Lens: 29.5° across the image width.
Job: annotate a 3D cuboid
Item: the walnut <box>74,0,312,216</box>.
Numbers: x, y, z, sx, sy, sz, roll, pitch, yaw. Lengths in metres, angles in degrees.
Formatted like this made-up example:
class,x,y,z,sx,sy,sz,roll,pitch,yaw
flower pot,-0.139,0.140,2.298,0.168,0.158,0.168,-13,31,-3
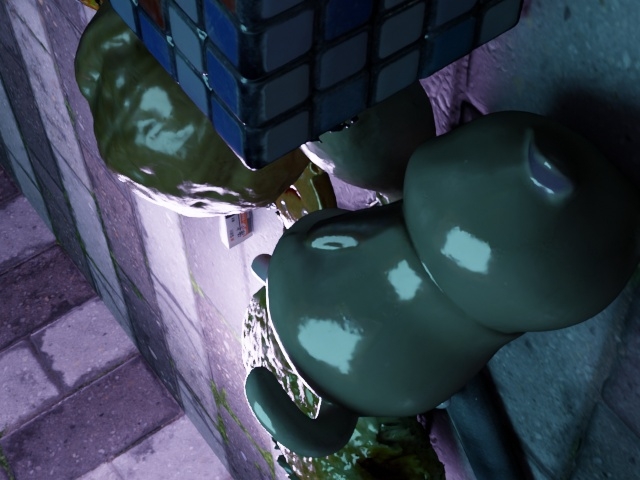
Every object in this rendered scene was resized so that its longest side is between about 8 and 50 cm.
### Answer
class,x,y,z,sx,sy,sz,roll,pitch,yaw
walnut,-0.115,-0.176,1.323,0.306,0.306,0.344,60,155,-4

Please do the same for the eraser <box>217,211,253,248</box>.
class,x,y,z,sx,sy,sz,roll,pitch,yaw
eraser,-0.140,-0.037,1.981,0.029,0.052,0.122,51,160,27

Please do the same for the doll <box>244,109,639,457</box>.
class,x,y,z,sx,sy,sz,roll,pitch,yaw
doll,0.109,0.024,1.076,0.215,0.370,0.226,34,-148,-29

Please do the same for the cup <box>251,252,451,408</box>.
class,x,y,z,sx,sy,sz,roll,pitch,yaw
cup,0.035,0.109,1.470,0.300,0.167,0.173,38,177,-23

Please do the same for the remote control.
class,x,y,z,sx,sy,sz,roll,pitch,yaw
remote control,0.166,0.160,1.525,0.107,0.044,0.377,11,130,59

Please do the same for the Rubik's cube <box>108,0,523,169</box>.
class,x,y,z,sx,sy,sz,roll,pitch,yaw
Rubik's cube,-0.019,-0.285,0.935,0.287,0.292,0.293,49,161,26

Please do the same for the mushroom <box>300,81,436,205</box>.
class,x,y,z,sx,sy,sz,roll,pitch,yaw
mushroom,0.052,-0.101,1.168,0.128,0.128,0.350,46,-178,32

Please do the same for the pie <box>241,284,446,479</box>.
class,x,y,z,sx,sy,sz,roll,pitch,yaw
pie,0.025,0.214,1.778,0.395,0.180,0.418,31,139,52

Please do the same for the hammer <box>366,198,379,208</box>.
class,x,y,z,sx,sy,sz,roll,pitch,yaw
hammer,0.077,-0.054,1.476,0.029,0.014,0.123,67,164,4

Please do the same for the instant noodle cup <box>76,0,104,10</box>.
class,x,y,z,sx,sy,sz,roll,pitch,yaw
instant noodle cup,-0.242,-0.381,1.459,0.190,0.251,0.251,36,152,30

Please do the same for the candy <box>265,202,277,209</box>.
class,x,y,z,sx,sy,sz,roll,pitch,yaw
candy,-0.094,-0.124,1.738,0.094,0.051,0.226,50,160,32

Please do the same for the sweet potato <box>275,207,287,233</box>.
class,x,y,z,sx,sy,sz,roll,pitch,yaw
sweet potato,0.000,0.005,1.689,0.233,0.062,0.081,-153,55,-62

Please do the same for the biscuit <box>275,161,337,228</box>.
class,x,y,z,sx,sy,sz,roll,pitch,yaw
biscuit,-0.030,-0.096,1.560,0.184,0.035,0.249,28,131,58
